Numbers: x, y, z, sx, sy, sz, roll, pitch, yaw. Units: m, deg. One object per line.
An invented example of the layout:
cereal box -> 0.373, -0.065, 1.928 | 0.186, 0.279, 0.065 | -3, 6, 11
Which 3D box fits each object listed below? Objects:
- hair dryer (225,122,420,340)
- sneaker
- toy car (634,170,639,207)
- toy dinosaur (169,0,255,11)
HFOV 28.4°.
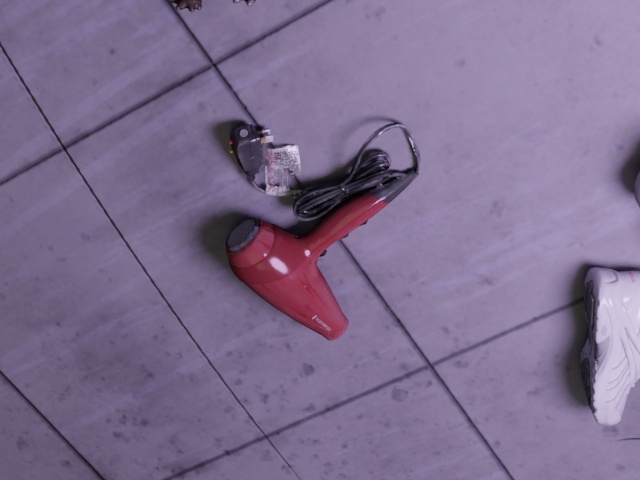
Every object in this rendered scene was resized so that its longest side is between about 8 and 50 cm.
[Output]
hair dryer -> 0.000, 0.000, 1.484 | 0.223, 0.080, 0.294 | 2, 125, 1
sneaker -> 0.383, 0.136, 1.555 | 0.115, 0.090, 0.232 | -4, 125, 1
toy car -> 0.455, -0.043, 1.411 | 0.136, 0.159, 0.182 | -44, 118, -13
toy dinosaur -> -0.084, -0.320, 1.247 | 0.313, 0.121, 0.160 | 7, 138, 3
